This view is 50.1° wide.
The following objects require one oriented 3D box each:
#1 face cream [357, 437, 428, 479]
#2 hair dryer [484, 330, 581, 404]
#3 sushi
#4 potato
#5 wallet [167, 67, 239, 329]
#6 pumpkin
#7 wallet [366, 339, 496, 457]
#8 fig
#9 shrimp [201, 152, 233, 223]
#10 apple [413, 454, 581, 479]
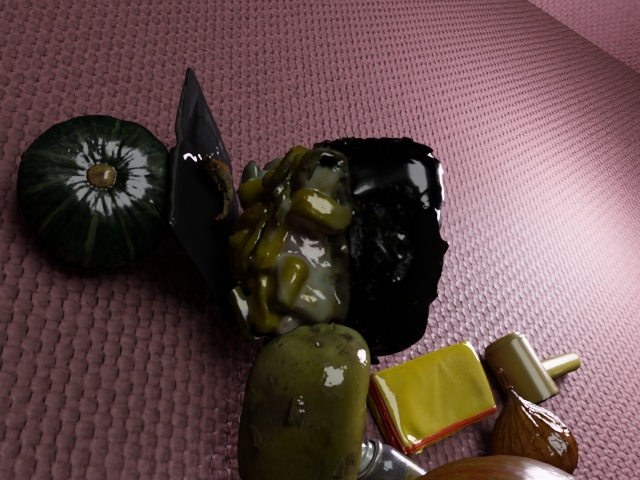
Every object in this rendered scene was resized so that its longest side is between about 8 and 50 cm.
[{"bbox_3d":[0.149,0.373,0.990,0.283,0.073,0.073,36,41,-12],"label":"face cream"},{"bbox_3d":[0.434,0.245,1.348,0.278,0.090,0.135,0,55,-48],"label":"hair dryer"},{"bbox_3d":[0.000,0.000,0.998,0.285,0.328,0.329,-1,23,-13],"label":"sushi"},{"bbox_3d":[-0.014,0.240,0.826,0.160,0.111,0.272,9,94,-12],"label":"potato"},{"bbox_3d":[-0.163,-0.066,1.008,0.247,0.041,0.323,70,14,-49],"label":"wallet"},{"bbox_3d":[-0.293,-0.064,0.912,0.211,0.152,0.212,5,68,-13],"label":"pumpkin"},{"bbox_3d":[0.182,0.260,1.129,0.241,0.067,0.141,-9,68,-40],"label":"wallet"},{"bbox_3d":[0.329,0.306,1.138,0.133,0.146,0.201,-8,68,-61],"label":"fig"},{"bbox_3d":[-0.141,-0.075,0.947,0.025,0.127,0.091,-5,68,9],"label":"shrimp"},{"bbox_3d":[0.190,0.432,0.745,0.333,0.401,0.400,29,34,25],"label":"apple"}]
